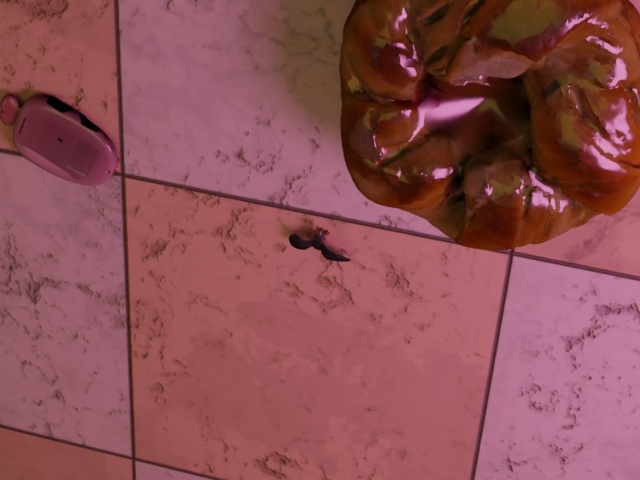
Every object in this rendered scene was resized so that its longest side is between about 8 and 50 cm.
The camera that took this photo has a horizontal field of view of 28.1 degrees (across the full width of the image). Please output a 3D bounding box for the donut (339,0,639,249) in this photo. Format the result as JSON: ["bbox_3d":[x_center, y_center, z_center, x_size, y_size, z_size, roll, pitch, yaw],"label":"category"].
[{"bbox_3d":[0.182,-0.155,1.331,0.360,0.170,0.360,8,126,11],"label":"donut"}]

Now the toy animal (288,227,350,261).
[{"bbox_3d":[0.000,-0.001,1.580,0.084,0.028,0.050,18,128,10],"label":"toy animal"}]

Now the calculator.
[{"bbox_3d":[-0.332,-0.128,1.608,0.166,0.024,0.103,29,127,-3],"label":"calculator"}]
